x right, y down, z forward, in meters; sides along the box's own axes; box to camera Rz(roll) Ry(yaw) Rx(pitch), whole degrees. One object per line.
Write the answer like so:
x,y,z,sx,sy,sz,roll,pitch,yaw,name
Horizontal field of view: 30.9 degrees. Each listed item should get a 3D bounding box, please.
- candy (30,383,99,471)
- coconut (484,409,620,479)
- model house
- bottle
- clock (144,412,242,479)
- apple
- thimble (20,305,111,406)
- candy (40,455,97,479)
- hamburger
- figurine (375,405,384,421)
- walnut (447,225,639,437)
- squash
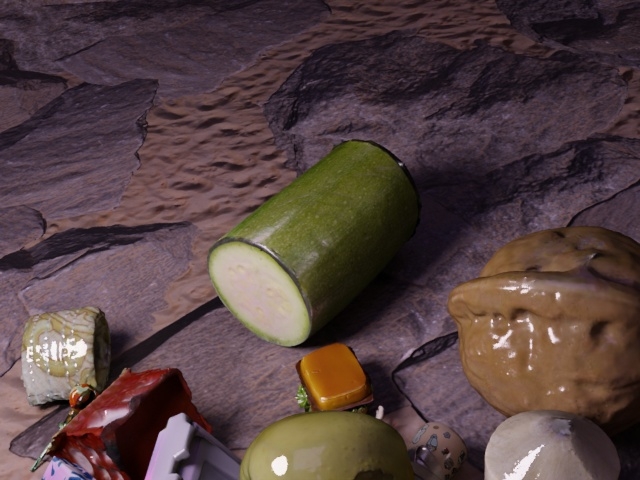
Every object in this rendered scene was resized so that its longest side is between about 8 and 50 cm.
-0.464,0.338,2.081,0.185,0.055,0.049,-55,17,-20,candy
0.352,0.358,1.767,0.202,0.222,0.202,-2,36,1,coconut
-0.345,0.334,1.995,0.254,0.160,0.196,-11,26,48,model house
0.166,0.375,1.887,0.098,0.099,0.152,21,47,33,bottle
-0.189,0.412,1.843,0.083,0.186,0.253,-31,28,29,clock
0.004,0.386,1.771,0.279,0.279,0.279,-5,38,4,apple
-0.480,0.220,2.181,0.143,0.137,0.191,-4,56,6,thimble
-0.424,0.443,1.874,0.092,0.073,0.160,26,88,34,candy
0.021,0.263,2.066,0.137,0.087,0.166,-15,37,-7,hamburger
0.097,0.335,1.985,0.047,0.064,0.109,17,50,-1,figurine
0.414,0.155,1.943,0.383,0.384,0.384,-5,38,4,walnut
0.000,0.000,2.269,0.263,0.263,0.384,21,45,33,squash
